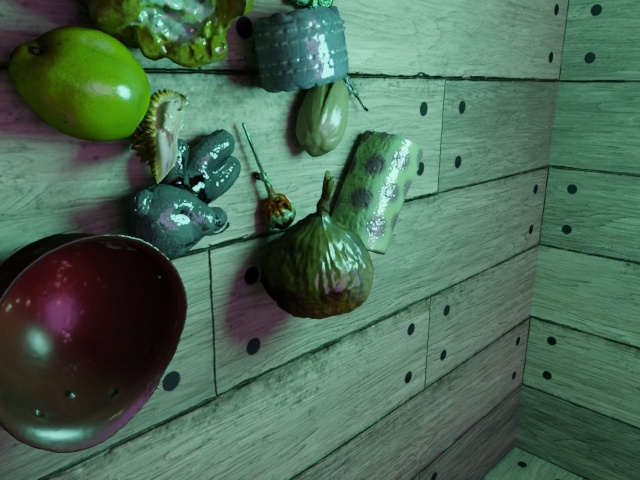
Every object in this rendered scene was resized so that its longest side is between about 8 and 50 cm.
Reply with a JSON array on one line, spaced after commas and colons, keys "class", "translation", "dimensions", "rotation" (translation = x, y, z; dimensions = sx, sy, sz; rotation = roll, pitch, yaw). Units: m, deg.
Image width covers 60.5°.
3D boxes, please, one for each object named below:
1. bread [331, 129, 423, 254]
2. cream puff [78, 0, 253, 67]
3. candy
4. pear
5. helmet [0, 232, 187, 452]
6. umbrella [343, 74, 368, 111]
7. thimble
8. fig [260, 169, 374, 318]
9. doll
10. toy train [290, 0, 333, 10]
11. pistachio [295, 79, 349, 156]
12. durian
[{"class": "bread", "translation": [0.149, -0.137, 1.568], "dimensions": [0.155, 0.187, 0.338], "rotation": [25, 84, -51]}, {"class": "cream puff", "translation": [-0.292, -0.485, 0.977], "dimensions": [0.323, 0.270, 0.274], "rotation": [31, 43, -48]}, {"class": "candy", "translation": [-0.137, -0.152, 1.339], "dimensions": [0.084, 0.078, 0.287], "rotation": [-70, 145, -54]}, {"class": "pear", "translation": [-0.404, -0.269, 0.934], "dimensions": [0.220, 0.187, 0.187], "rotation": [29, 80, -42]}, {"class": "helmet", "translation": [-0.443, 0.141, 0.971], "dimensions": [0.337, 0.230, 0.385], "rotation": [-12, 117, -45]}, {"class": "umbrella", "translation": [0.056, -0.455, 1.493], "dimensions": [0.044, 0.044, 0.269], "rotation": [-39, 123, 0]}, {"class": "thimble", "translation": [-0.038, -0.440, 1.258], "dimensions": [0.236, 0.205, 0.172], "rotation": [-25, 118, -40]}, {"class": "fig", "translation": [0.000, 0.000, 1.362], "dimensions": [0.286, 0.286, 0.368], "rotation": [-16, 118, -44]}, {"class": "doll", "translation": [-0.261, -0.093, 1.153], "dimensions": [0.340, 0.158, 0.246], "rotation": [-45, 143, -33]}, {"class": "toy train", "translation": [-0.019, -0.673, 1.309], "dimensions": [0.119, 0.085, 0.251], "rotation": [1, 99, -42]}, {"class": "pistachio", "translation": [0.008, -0.324, 1.413], "dimensions": [0.136, 0.136, 0.226], "rotation": [26, 75, -48]}, {"class": "durian", "translation": [-0.317, -0.201, 1.035], "dimensions": [0.078, 0.140, 0.224], "rotation": [43, 27, -47]}]
